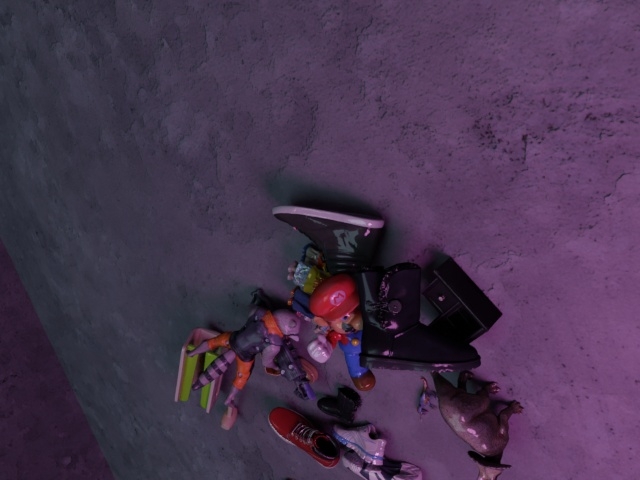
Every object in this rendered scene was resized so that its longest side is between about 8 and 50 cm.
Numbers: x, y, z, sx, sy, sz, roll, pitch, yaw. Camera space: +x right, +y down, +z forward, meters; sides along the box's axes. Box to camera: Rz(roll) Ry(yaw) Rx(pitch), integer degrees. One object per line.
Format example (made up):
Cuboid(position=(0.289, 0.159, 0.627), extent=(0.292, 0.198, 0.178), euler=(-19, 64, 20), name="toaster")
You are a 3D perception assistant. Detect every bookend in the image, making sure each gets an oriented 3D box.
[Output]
Cuboid(position=(0.262, 0.146, 1.203), extent=(0.157, 0.072, 0.156), euler=(50, 135, 10), name="bookend")

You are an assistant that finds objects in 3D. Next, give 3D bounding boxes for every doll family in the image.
Cuboid(position=(-0.004, 0.146, 1.402), extent=(0.163, 0.118, 0.263), euler=(25, 126, 30), name="doll family")

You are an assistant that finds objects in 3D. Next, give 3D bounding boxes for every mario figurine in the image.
Cuboid(position=(0.085, 0.207, 1.259), extent=(0.170, 0.198, 0.321), euler=(-9, 133, 24), name="mario figurine")

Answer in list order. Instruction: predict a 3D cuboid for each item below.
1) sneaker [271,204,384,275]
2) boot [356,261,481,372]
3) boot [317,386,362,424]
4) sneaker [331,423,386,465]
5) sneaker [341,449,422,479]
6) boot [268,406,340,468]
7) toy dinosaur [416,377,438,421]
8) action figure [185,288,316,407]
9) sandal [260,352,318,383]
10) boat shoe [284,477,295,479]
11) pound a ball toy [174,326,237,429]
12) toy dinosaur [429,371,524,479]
Cuboid(position=(0.000, 0.000, 1.314), extent=(0.295, 0.104, 0.147), euler=(12, 99, 33), name="sneaker")
Cuboid(position=(0.191, 0.147, 1.133), extent=(0.246, 0.094, 0.207), euler=(1, 90, 6), name="boot")
Cuboid(position=(0.050, 0.435, 1.557), extent=(0.121, 0.045, 0.099), euler=(25, 128, 22), name="boot")
Cuboid(position=(0.109, 0.525, 1.548), extent=(0.190, 0.071, 0.083), euler=(16, 83, 48), name="sneaker")
Cuboid(position=(0.162, 0.655, 1.534), extent=(0.234, 0.094, 0.153), euler=(4, 105, 29), name="sneaker")
Cuboid(position=(-0.047, 0.537, 1.621), extent=(0.244, 0.088, 0.176), euler=(31, 156, 17), name="boot")
Cuboid(position=(0.250, 0.382, 1.373), extent=(0.082, 0.047, 0.090), euler=(123, 142, -51), name="toy dinosaur")
Cuboid(position=(-0.168, 0.316, 1.541), extent=(0.330, 0.178, 0.341), euler=(-42, 72, 13), name="action figure")
Cuboid(position=(-0.122, 0.349, 1.639), extent=(0.240, 0.079, 0.088), euler=(22, 125, 32), name="sandal")
Cuboid(position=(-0.077, 0.811, 1.863), extent=(0.137, 0.043, 0.049), euler=(6, 117, 41), name="boat shoe")
Cuboid(position=(-0.345, 0.444, 1.873), extent=(0.208, 0.136, 0.319), euler=(18, 126, 4), name="pound a ball toy")
Cuboid(position=(0.320, 0.366, 1.202), extent=(0.121, 0.160, 0.314), euler=(-35, 88, 45), name="toy dinosaur")
